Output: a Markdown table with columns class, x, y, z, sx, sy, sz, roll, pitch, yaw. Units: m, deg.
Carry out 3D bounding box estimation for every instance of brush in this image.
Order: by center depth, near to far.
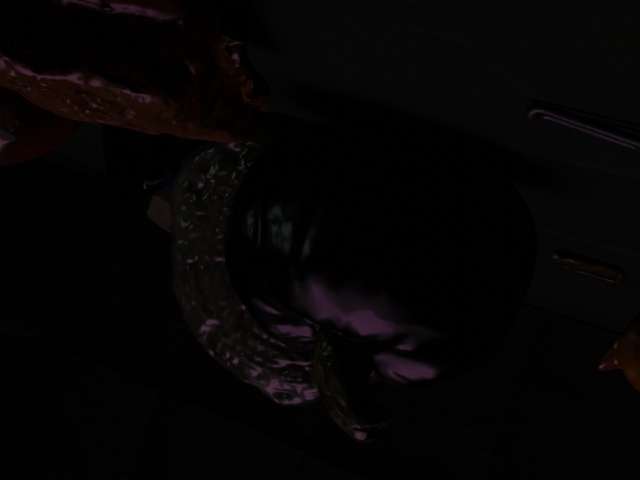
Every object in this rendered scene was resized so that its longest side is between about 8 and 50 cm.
| class | x | y | z | sx | sy | sz | roll | pitch | yaw |
| --- | --- | --- | --- | --- | --- | --- | --- | --- | --- |
| brush | 0.255 | -0.051 | 0.936 | 0.266 | 0.027 | 0.062 | 22 | 178 | 26 |

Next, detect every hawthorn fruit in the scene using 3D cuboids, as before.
| class | x | y | z | sx | sy | sz | roll | pitch | yaw |
| --- | --- | --- | --- | --- | --- | --- | --- | --- | --- |
| hawthorn fruit | -0.281 | -0.148 | 1.266 | 0.173 | 0.173 | 0.173 | 19 | 177 | 1 |

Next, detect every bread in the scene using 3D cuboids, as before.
| class | x | y | z | sx | sy | sz | roll | pitch | yaw |
| --- | --- | --- | --- | --- | --- | --- | --- | --- | --- |
| bread | -0.130 | -0.135 | 1.063 | 0.185 | 0.109 | 0.380 | 11 | 179 | 4 |

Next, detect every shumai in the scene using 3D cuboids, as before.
| class | x | y | z | sx | sy | sz | roll | pitch | yaw |
| --- | --- | --- | --- | --- | --- | --- | --- | --- | --- |
| shumai | 0.000 | 0.000 | 1.658 | 0.304 | 0.309 | 0.263 | 49 | -151 | 9 |

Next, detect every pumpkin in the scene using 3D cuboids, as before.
| class | x | y | z | sx | sy | sz | roll | pitch | yaw |
| --- | --- | --- | --- | --- | --- | --- | --- | --- | --- |
| pumpkin | 0.040 | 0.040 | 1.342 | 0.296 | 0.295 | 0.296 | 19 | 177 | 1 |

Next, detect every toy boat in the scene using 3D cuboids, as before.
| class | x | y | z | sx | sy | sz | roll | pitch | yaw |
| --- | --- | --- | --- | --- | --- | --- | --- | --- | --- |
| toy boat | -0.198 | -0.121 | 1.737 | 0.092 | 0.134 | 0.299 | -7 | -174 | -16 |

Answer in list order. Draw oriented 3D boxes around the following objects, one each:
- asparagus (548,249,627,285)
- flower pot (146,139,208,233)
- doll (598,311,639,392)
| class | x | y | z | sx | sy | sz | roll | pitch | yaw |
| --- | --- | --- | --- | --- | --- | --- | --- | --- | --- |
| asparagus | 0.346 | 0.035 | 1.888 | 0.108 | 0.025 | 0.021 | 18 | -173 | 19 |
| flower pot | -0.104 | -0.045 | 1.849 | 0.203 | 0.212 | 0.212 | 29 | 177 | 0 |
| doll | 0.510 | 0.158 | 1.893 | 0.167 | 0.162 | 0.269 | 4 | -164 | -31 |
